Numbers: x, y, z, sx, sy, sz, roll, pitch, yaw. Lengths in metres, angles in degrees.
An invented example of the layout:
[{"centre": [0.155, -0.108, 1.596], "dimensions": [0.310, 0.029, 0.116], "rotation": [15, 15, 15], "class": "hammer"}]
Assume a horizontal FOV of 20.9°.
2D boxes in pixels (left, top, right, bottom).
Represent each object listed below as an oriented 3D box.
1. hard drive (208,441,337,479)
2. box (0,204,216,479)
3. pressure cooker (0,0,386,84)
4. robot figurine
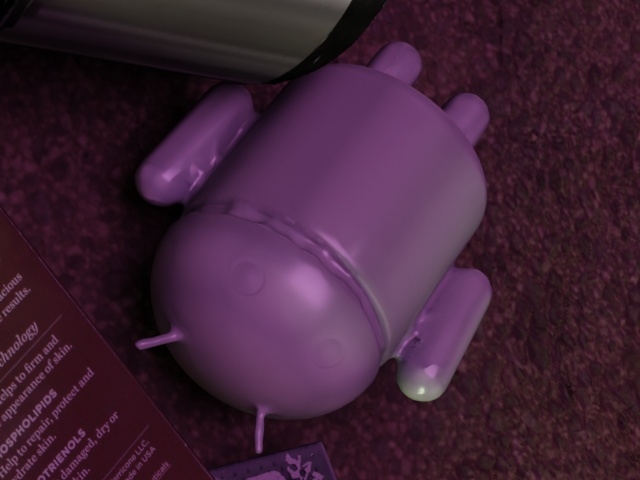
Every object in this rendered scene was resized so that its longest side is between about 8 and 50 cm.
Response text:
[{"centre": [-0.041, 0.300, 1.370], "dimensions": [0.172, 0.054, 0.255], "rotation": [-11, 82, -28], "class": "hard drive"}, {"centre": [-0.258, 0.073, 1.136], "dimensions": [0.143, 0.191, 0.381], "rotation": [-49, 116, -33], "class": "box"}, {"centre": [-0.168, -0.310, 1.253], "dimensions": [0.420, 0.370, 0.375], "rotation": [7, 77, -31], "class": "pressure cooker"}, {"centre": [0.000, 0.000, 1.390], "dimensions": [0.300, 0.200, 0.353], "rotation": [36, 59, 3], "class": "robot figurine"}]
